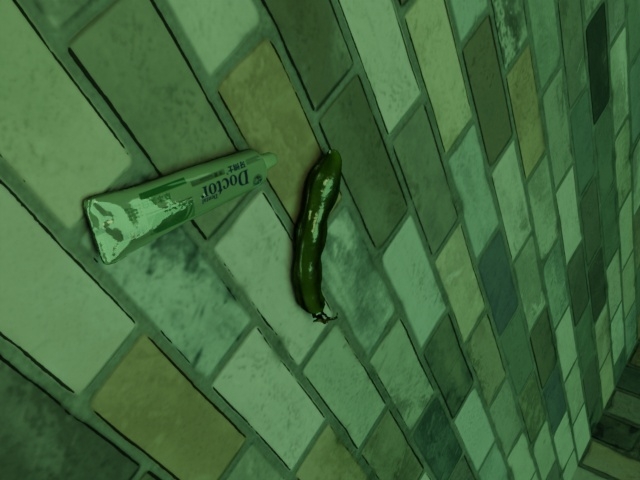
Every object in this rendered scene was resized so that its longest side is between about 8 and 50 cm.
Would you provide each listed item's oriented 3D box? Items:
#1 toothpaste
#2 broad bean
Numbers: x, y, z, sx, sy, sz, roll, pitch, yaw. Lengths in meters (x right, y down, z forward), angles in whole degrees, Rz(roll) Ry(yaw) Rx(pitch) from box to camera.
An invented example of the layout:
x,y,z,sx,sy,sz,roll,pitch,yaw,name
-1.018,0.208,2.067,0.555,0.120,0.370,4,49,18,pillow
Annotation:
x,y,z,sx,sy,sz,roll,pitch,yaw,name
-0.124,-0.046,0.694,0.218,0.041,0.064,-29,116,-40,toothpaste
-0.004,0.002,0.871,0.069,0.039,0.226,-18,120,-41,broad bean
